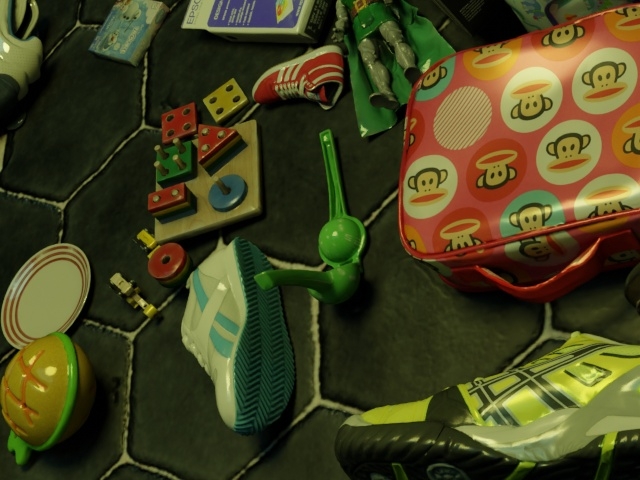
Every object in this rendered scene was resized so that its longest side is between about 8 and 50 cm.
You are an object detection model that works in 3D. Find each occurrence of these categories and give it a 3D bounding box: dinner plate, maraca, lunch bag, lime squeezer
[{"bbox_3d":[-0.328,0.070,1.659,0.141,0.017,0.141,-18,56,29],"label":"dinner plate"},{"bbox_3d":[-0.312,0.177,1.534,0.185,0.099,0.127,-43,45,43],"label":"maraca"},{"bbox_3d":[0.215,-0.065,1.260,0.293,0.120,0.258,-11,59,31],"label":"lunch bag"},{"bbox_3d":[0.255,-0.230,1.319,0.151,0.129,0.096,23,77,43],"label":"lunch bag"},{"bbox_3d":[0.000,0.000,1.404,0.059,0.110,0.310,-43,14,31],"label":"lime squeezer"}]

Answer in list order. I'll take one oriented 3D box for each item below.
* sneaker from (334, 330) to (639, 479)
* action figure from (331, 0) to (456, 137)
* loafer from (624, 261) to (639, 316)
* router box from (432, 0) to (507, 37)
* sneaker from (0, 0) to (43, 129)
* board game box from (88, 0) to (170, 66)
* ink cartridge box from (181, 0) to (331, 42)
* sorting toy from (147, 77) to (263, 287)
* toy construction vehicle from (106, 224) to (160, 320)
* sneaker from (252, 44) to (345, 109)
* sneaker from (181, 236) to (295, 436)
[{"bbox_3d":[0.191,0.162,1.157,0.384,0.145,0.147,-7,40,31],"label":"sneaker"},{"bbox_3d":[0.060,-0.237,1.522,0.137,0.063,0.232,-36,45,19],"label":"action figure"},{"bbox_3d":[0.353,0.039,1.121,0.220,0.080,0.078,-13,57,31],"label":"loafer"},{"bbox_3d":[0.203,-0.387,1.453,0.309,0.081,0.243,-44,34,7],"label":"router box"},{"bbox_3d":[-0.494,-0.265,1.921,0.236,0.130,0.323,-41,42,-3],"label":"sneaker"},{"bbox_3d":[-0.252,-0.276,1.803,0.090,0.020,0.090,19,77,41],"label":"board game box"},{"bbox_3d":[-0.057,-0.338,1.658,0.208,0.045,0.206,11,79,42],"label":"ink cartridge box"},{"bbox_3d":[-0.136,-0.082,1.567,0.132,0.046,0.274,-17,51,18],"label":"sorting toy"},{"bbox_3d":[-0.194,0.039,1.570,0.086,0.035,0.098,-47,48,-11],"label":"toy construction vehicle"},{"bbox_3d":[-0.024,-0.170,1.554,0.118,0.042,0.067,-25,48,20],"label":"sneaker"},{"bbox_3d":[-0.090,0.109,1.419,0.092,0.087,0.229,-33,42,26],"label":"sneaker"}]
